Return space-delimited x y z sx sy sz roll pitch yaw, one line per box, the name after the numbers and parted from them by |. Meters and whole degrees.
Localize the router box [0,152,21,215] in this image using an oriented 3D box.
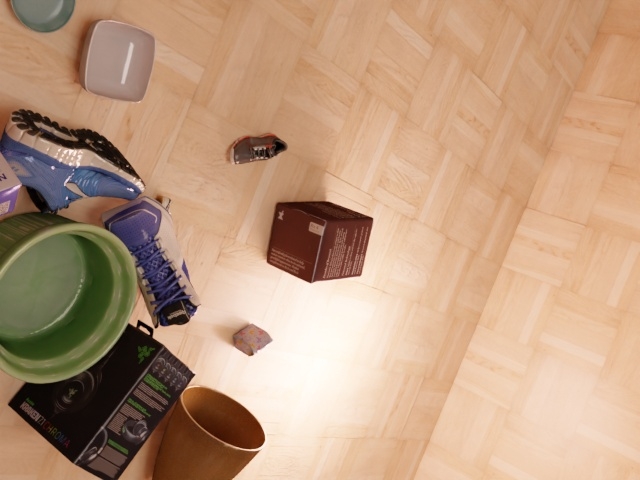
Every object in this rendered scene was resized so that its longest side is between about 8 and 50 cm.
-0.639 -0.115 1.015 0.336 0.301 0.082 -30 170 -39 | router box

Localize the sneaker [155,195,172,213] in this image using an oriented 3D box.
-0.337 -0.053 1.611 0.037 0.032 0.083 6 103 -51 | sneaker

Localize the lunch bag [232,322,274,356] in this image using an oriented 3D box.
-0.171 0.259 1.925 0.071 0.083 0.053 -34 131 -37 | lunch bag

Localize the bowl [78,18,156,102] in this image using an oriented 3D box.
-0.382 -0.335 1.399 0.142 0.053 0.142 2 107 -51 | bowl

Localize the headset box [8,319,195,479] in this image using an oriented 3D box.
-0.425 0.288 1.498 0.283 0.246 0.131 -53 141 -17 | headset box

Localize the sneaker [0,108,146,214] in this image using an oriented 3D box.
-0.460 -0.124 1.376 0.147 0.129 0.330 -48 151 13 | sneaker

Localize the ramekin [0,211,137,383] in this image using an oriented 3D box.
-0.505 0.093 1.386 0.303 0.148 0.303 -26 126 -41 | ramekin

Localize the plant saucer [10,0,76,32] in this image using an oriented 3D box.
-0.472 -0.413 1.276 0.119 0.021 0.119 -25 125 -42 | plant saucer

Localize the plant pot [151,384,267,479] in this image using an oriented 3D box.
-0.294 0.523 1.818 0.237 0.237 0.254 19 107 -53 | plant pot

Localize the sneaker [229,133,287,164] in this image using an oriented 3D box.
-0.139 -0.211 1.743 0.158 0.065 0.061 -28 128 -40 | sneaker

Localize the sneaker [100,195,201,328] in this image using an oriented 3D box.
-0.317 0.069 1.529 0.128 0.182 0.315 -26 138 -9 | sneaker

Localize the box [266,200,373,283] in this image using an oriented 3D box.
0.000 0.000 1.931 0.203 0.169 0.166 -5 112 -49 | box
